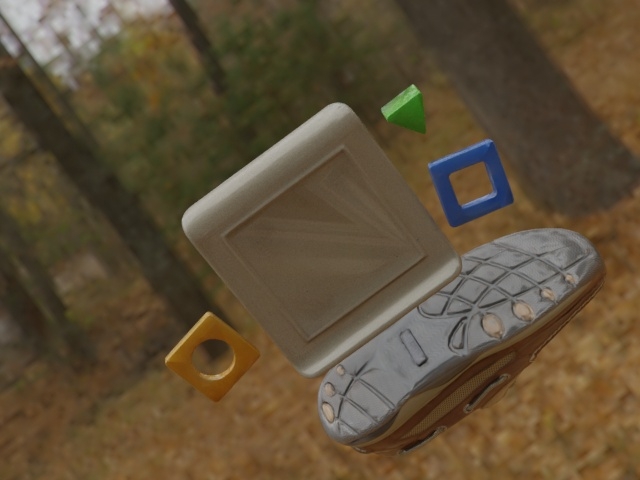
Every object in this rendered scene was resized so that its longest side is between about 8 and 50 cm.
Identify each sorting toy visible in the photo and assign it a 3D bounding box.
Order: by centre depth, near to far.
[{"bbox_3d":[0.000,0.000,1.596,0.347,0.196,0.047,-36,20,4],"label":"sorting toy"}]

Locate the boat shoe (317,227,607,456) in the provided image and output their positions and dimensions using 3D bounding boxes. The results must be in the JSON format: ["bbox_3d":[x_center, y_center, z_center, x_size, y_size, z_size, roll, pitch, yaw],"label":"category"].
[{"bbox_3d":[0.149,0.106,1.808,0.324,0.123,0.116,-34,-41,12],"label":"boat shoe"}]
